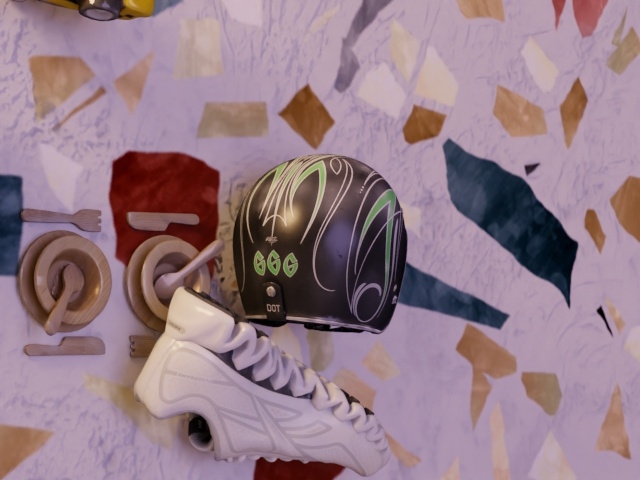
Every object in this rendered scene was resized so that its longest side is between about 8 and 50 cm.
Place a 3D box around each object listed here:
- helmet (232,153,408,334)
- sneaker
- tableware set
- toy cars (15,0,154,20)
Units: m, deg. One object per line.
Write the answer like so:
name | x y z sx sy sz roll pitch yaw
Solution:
helmet | 0.000 0.000 1.350 0.169 0.169 0.161 12 81 -41
sneaker | -0.051 0.153 1.332 0.292 0.110 0.118 37 82 -37
tableware set | -0.167 0.036 1.270 0.194 0.039 0.128 2 83 -43
toy cars | -0.297 -0.184 1.155 0.393 0.087 0.176 -38 104 -36
